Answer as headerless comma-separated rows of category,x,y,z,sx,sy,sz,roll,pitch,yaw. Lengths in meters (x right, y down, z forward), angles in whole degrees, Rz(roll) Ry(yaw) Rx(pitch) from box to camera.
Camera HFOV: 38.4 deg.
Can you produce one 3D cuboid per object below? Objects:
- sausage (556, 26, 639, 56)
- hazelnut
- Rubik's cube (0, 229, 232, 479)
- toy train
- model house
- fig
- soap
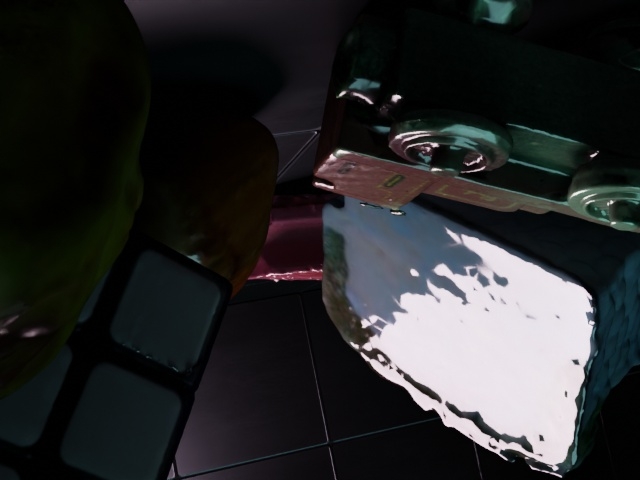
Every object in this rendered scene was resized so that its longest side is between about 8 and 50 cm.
sausage,0.309,-0.126,0.838,0.279,0.152,0.152,-14,172,17
hazelnut,-0.124,-0.023,0.837,0.210,0.186,0.210,-12,155,-6
Rubik's cube,-0.320,0.126,0.636,0.337,0.344,0.344,29,152,-26
toy train,0.145,-0.083,0.704,0.304,0.150,0.221,14,165,-11
model house,0.235,0.007,1.052,0.360,0.297,0.339,27,-130,36
fig,-0.213,-0.049,0.405,0.271,0.240,0.239,22,161,-16
soap,0.000,0.000,1.295,0.289,0.112,0.182,-3,174,13
